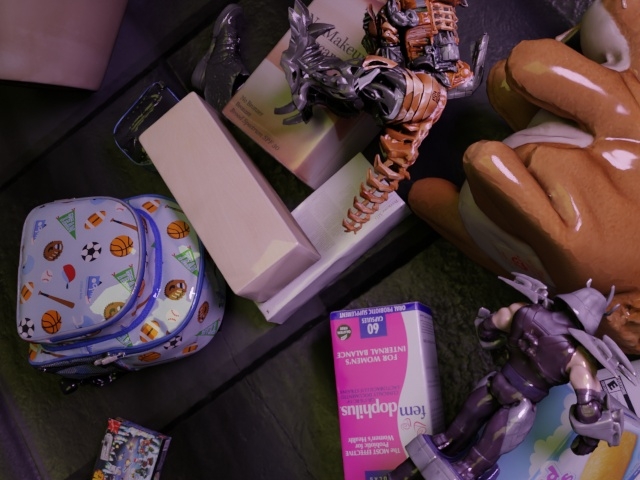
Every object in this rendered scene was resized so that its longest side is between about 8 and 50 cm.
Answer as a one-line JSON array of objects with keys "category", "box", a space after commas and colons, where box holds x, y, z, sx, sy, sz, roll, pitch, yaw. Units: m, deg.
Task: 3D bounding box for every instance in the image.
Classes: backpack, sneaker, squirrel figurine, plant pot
[{"category": "backpack", "box": [-0.266, 0.053, 0.934, 0.263, 0.213, 0.276, -8, 74, 5]}, {"category": "sneaker", "box": [-0.134, -0.264, 1.031, 0.089, 0.051, 0.170, 28, 93, 20]}, {"category": "backpack", "box": [-0.239, -0.160, 1.022, 0.114, 0.084, 0.105, -43, 73, 2]}, {"category": "squirrel figurine", "box": [0.362, -0.091, 0.762, 0.397, 0.281, 0.370, 41, 82, 6]}, {"category": "plant pot", "box": [-0.424, -0.374, 1.033, 0.323, 0.323, 0.280, 7, 98, 19]}]

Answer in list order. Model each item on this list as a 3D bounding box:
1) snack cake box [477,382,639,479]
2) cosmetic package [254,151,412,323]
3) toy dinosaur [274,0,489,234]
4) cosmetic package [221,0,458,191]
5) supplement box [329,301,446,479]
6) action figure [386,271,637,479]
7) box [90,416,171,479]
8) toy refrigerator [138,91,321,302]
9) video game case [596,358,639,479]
[{"category": "snack cake box", "box": [0.218, 0.269, 0.730, 0.264, 0.152, 0.089, -56, 35, 11]}, {"category": "cosmetic package", "box": [0.000, 0.000, 0.928, 0.239, 0.060, 0.099, -40, 67, 6]}, {"category": "toy dinosaur", "box": [0.070, -0.179, 0.768, 0.218, 0.164, 0.322, 14, 67, 4]}, {"category": "cosmetic package", "box": [0.029, -0.226, 0.928, 0.153, 0.129, 0.296, 40, 92, 21]}, {"category": "supplement box", "box": [0.087, 0.193, 0.837, 0.111, 0.114, 0.220, -9, 78, 16]}, {"category": "action figure", "box": [0.179, 0.150, 0.648, 0.285, 0.099, 0.185, -52, 26, 9]}, {"category": "box", "box": [-0.275, 0.331, 0.967, 0.094, 0.027, 0.137, 13, 84, 20]}, {"category": "toy refrigerator", "box": [-0.120, -0.057, 0.900, 0.102, 0.094, 0.269, -39, 67, 7]}, {"category": "video game case", "box": [0.418, 0.214, 0.732, 0.193, 0.023, 0.212, -19, 50, 13]}]
